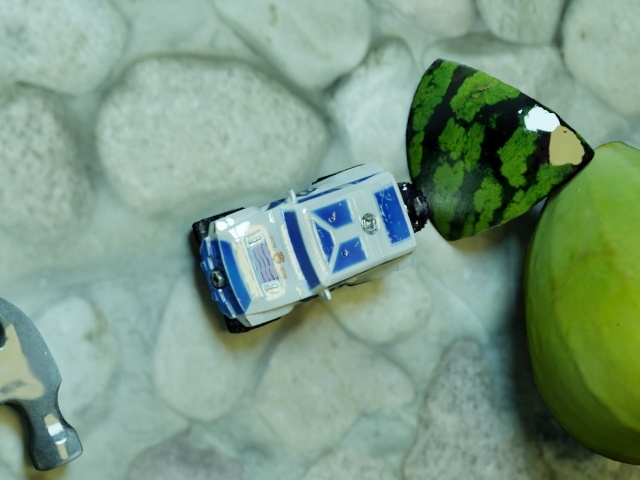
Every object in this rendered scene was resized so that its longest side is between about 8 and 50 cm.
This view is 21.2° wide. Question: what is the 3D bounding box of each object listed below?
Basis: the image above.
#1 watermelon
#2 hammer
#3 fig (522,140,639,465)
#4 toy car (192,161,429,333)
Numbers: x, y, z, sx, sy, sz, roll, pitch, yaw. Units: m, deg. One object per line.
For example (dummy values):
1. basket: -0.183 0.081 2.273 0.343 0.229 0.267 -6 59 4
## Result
1. watermelon: 0.125 -0.077 1.252 0.094 0.125 0.135 -2 62 -62
2. hammer: -0.280 0.115 0.969 0.290 0.037 0.137 -24 96 -34
3. fig: 0.237 0.051 1.227 0.207 0.230 0.207 -20 135 -22
4. toy car: 0.000 0.000 1.150 0.170 0.070 0.080 -20 93 -33
